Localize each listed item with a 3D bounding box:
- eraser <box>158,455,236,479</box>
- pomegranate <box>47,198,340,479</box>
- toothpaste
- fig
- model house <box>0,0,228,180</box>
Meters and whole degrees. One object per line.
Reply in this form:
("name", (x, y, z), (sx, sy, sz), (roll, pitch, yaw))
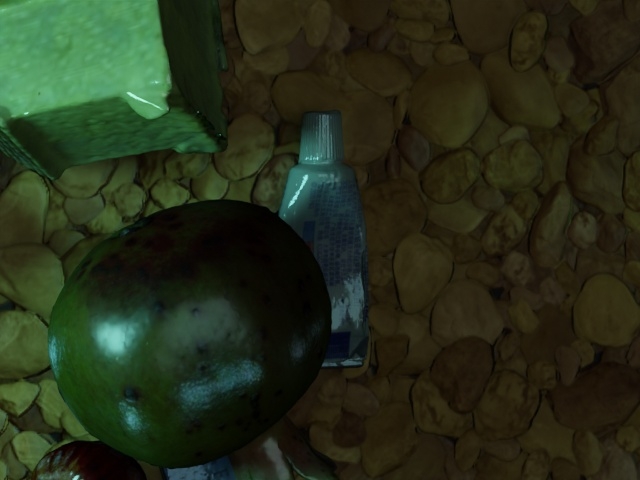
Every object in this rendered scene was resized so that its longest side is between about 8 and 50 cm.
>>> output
("eraser", (-0.115, 0.274, 1.834), (0.082, 0.036, 0.225), (-19, 94, -16))
("pomegranate", (-0.113, 0.113, 1.745), (0.291, 0.291, 0.323), (-41, 126, -15))
("toothpaste", (0.002, 0.000, 1.879), (0.099, 0.068, 0.282), (2, 97, 12))
("fig", (-0.218, 0.259, 1.756), (0.150, 0.128, 0.128), (-6, 89, -18))
("model house", (-0.250, -0.218, 1.740), (0.266, 0.261, 0.321), (-12, 73, 7))
